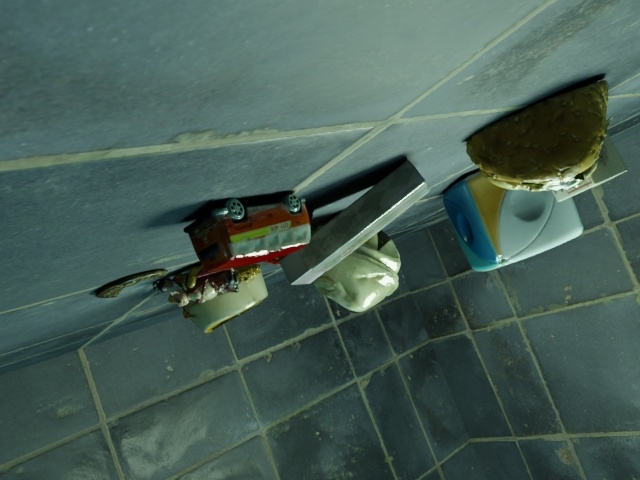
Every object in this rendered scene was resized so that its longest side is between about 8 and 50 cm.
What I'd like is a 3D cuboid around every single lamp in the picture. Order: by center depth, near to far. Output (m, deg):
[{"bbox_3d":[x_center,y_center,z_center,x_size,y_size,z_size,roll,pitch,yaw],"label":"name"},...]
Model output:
[{"bbox_3d":[-0.364,0.132,1.560,0.253,0.118,0.118,-15,173,-5],"label":"lamp"}]

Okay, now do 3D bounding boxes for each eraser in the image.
[{"bbox_3d":[0.088,-0.037,1.327,0.397,0.082,0.213,-38,169,10],"label":"eraser"}]

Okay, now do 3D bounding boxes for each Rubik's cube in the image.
[{"bbox_3d":[0.691,-0.101,1.971,0.347,0.352,0.351,-20,171,-4],"label":"Rubik's cube"}]

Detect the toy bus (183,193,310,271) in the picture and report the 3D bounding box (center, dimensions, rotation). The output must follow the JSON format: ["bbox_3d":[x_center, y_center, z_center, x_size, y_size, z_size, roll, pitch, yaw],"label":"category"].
[{"bbox_3d":[-0.128,-0.016,1.074,0.121,0.119,0.265,-25,172,40],"label":"toy bus"}]

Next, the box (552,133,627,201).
[{"bbox_3d":[0.699,-0.236,1.490,0.095,0.210,0.330,-26,173,7],"label":"box"}]

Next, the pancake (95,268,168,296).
[{"bbox_3d":[-0.497,0.115,1.416,0.191,0.020,0.184,-18,172,-20],"label":"pancake"}]

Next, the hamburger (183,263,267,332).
[{"bbox_3d":[-0.318,0.173,1.759,0.294,0.179,0.276,-30,180,24],"label":"hamburger"}]

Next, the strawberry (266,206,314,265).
[{"bbox_3d":[-0.094,0.006,1.422,0.175,0.106,0.236,-20,173,-16],"label":"strawberry"}]

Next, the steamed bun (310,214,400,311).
[{"bbox_3d":[0.084,0.033,1.662,0.347,0.237,0.394,8,-161,-16],"label":"steamed bun"}]

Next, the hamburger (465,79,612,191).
[{"bbox_3d":[0.524,-0.207,1.231,0.330,0.209,0.162,-26,172,22],"label":"hamburger"}]
